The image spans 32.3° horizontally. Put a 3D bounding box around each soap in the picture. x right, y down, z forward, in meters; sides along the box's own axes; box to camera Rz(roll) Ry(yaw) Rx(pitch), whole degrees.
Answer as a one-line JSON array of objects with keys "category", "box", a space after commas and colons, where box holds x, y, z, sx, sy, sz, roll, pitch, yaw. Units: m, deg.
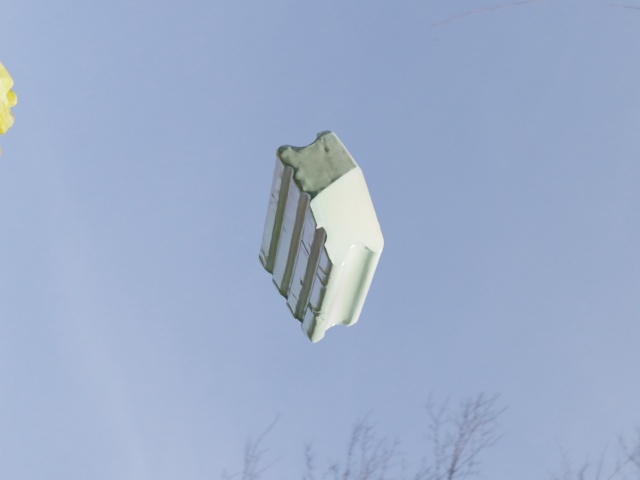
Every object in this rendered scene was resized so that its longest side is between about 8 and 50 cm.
[{"category": "soap", "box": [0.000, 0.000, 1.556, 0.173, 0.095, 0.289, 56, -23, 24]}]

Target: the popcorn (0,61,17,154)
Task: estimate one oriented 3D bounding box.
[{"category": "popcorn", "box": [-0.401, -0.143, 1.158, 0.173, 0.142, 0.173, 6, -67, 13]}]
